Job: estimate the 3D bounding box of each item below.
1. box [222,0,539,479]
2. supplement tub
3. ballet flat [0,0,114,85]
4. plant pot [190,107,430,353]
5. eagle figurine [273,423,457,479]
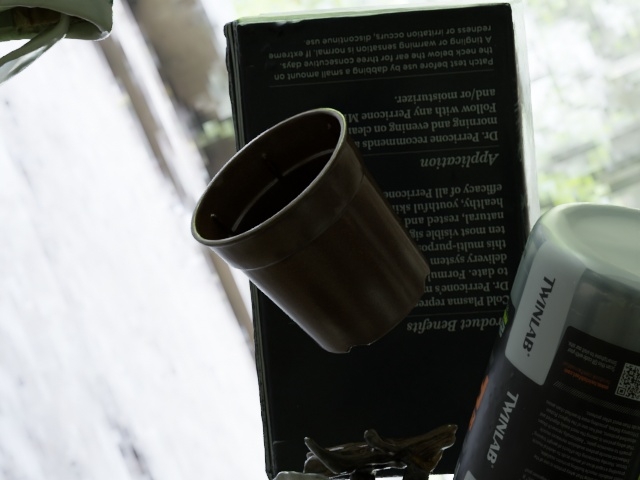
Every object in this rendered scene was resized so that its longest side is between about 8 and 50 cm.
[{"bbox_3d":[0.092,-0.023,2.132,0.480,0.297,0.472,-47,135,-79],"label":"box"},{"bbox_3d":[0.217,0.145,1.527,0.193,0.193,0.316,-97,-159,-68],"label":"supplement tub"},{"bbox_3d":[-0.329,-0.134,1.357,0.139,0.400,0.139,161,-90,-85],"label":"ballet flat"},{"bbox_3d":[0.000,0.000,1.703,0.165,0.167,0.167,51,13,-26],"label":"plant pot"},{"bbox_3d":[0.076,0.316,1.700,0.226,0.225,0.298,93,-8,-78],"label":"eagle figurine"}]
